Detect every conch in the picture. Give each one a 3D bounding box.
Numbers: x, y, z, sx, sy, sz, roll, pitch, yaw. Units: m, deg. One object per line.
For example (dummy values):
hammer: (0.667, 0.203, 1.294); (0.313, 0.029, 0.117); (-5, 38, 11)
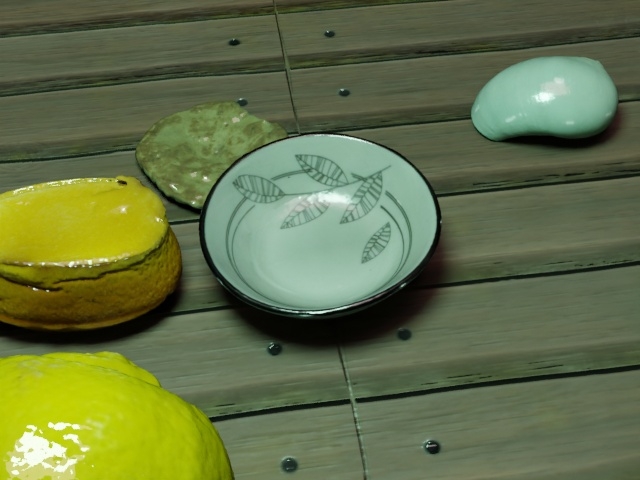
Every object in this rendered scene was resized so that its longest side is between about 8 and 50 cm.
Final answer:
conch: (0.343, -0.222, 1.492); (0.221, 0.121, 0.185); (-3, 17, 4)

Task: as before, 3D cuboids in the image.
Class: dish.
dish: (0.000, 0.000, 1.282); (0.316, 0.106, 0.316); (-1, 49, 1)

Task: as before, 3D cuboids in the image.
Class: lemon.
lemon: (-0.240, 0.268, 0.888); (0.348, 0.348, 0.348); (0, 47, 0)

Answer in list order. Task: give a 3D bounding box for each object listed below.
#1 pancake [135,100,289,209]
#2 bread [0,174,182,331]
pancake: (-0.159, -0.129, 1.447); (0.236, 0.042, 0.222); (12, 53, 16)
bread: (-0.313, 0.020, 1.239); (0.269, 0.143, 0.195); (-3, 44, -5)
